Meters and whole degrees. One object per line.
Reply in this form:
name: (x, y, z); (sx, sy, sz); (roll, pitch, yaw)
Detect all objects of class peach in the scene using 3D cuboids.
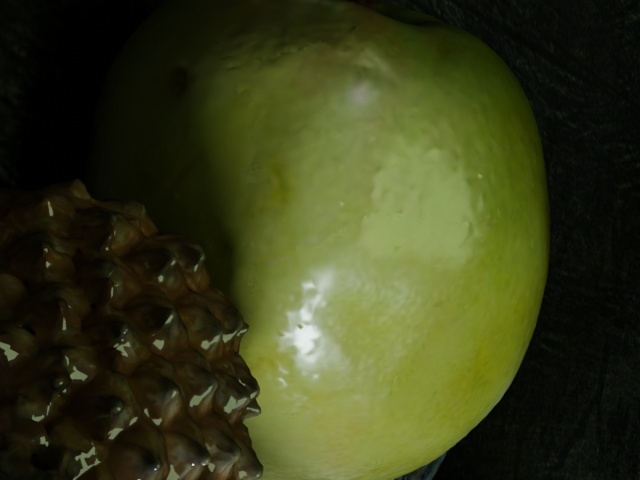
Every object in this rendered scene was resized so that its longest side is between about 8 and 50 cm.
peach: (0.000, -0.006, 1.011); (0.314, 0.281, 0.315); (-3, 97, -83)

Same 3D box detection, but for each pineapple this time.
pineapple: (-0.130, 0.127, 0.719); (0.357, 0.223, 0.223); (-97, -178, -64)

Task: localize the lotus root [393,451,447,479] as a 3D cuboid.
lotus root: (0.023, 0.128, 1.290); (0.349, 0.175, 0.175); (-39, 132, -63)
